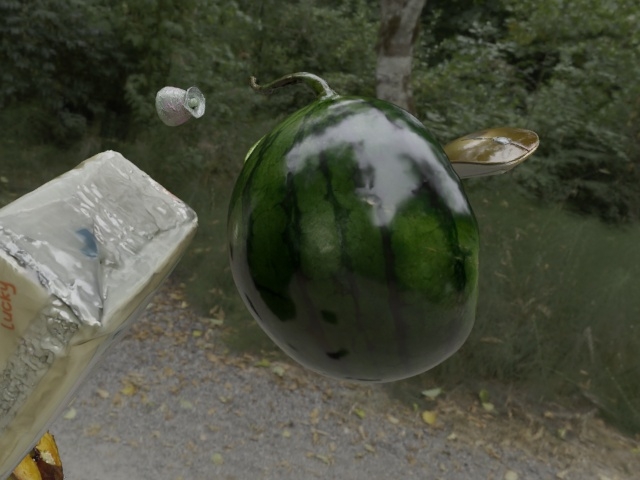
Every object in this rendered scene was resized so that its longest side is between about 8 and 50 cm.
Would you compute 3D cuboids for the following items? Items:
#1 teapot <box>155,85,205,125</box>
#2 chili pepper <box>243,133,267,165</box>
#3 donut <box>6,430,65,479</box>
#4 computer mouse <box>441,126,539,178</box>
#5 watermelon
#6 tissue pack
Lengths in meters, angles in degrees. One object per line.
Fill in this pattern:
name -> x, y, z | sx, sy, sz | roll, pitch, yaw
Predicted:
teapot -> -0.222, -0.224, 1.051 | 0.064, 0.064, 0.083 | -3, 23, 27
chili pepper -> -0.059, -0.071, 0.609 | 0.031, 0.017, 0.083 | -10, 45, 6
donut -> -0.541, 0.395, 1.159 | 0.184, 0.073, 0.166 | 56, 1, 31
computer mouse -> 0.206, -0.119, 0.890 | 0.102, 0.044, 0.199 | -35, 16, -25
watermelon -> 0.003, 0.007, 0.453 | 0.127, 0.232, 0.204 | -30, 29, -33
tissue pack -> -0.174, 0.053, 0.393 | 0.092, 0.196, 0.148 | 40, 24, -8
